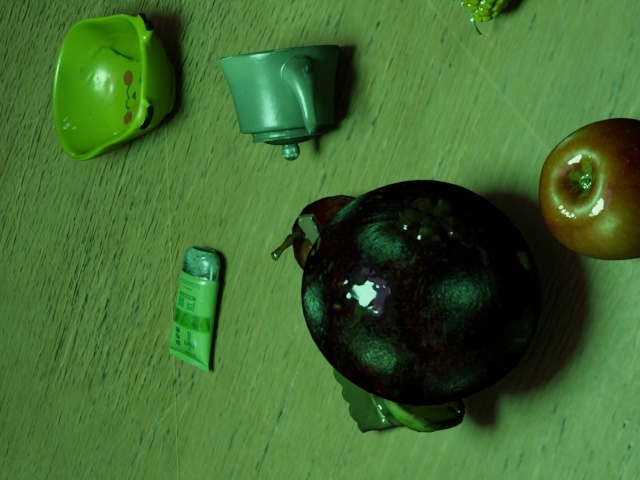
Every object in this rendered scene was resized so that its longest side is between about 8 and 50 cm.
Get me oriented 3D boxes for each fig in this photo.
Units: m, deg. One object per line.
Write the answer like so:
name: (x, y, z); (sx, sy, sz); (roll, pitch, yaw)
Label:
fig: (0.007, 0.001, 1.897); (0.128, 0.150, 0.128); (180, 90, -84)

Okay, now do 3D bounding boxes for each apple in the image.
apple: (0.315, -0.055, 1.568); (0.163, 0.139, 0.163); (-2, 88, 48)

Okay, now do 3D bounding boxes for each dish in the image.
dish: (-0.301, -0.236, 2.237); (0.262, 0.108, 0.221); (-10, 80, 47)

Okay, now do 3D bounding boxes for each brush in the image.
brush: (0.036, 0.103, 1.836); (0.084, 0.071, 0.301); (-12, 105, 40)

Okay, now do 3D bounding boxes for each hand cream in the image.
hand cream: (-0.185, 0.097, 2.140); (0.095, 0.046, 0.175); (19, 103, 42)

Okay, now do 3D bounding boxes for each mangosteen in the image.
mangosteen: (0.115, 0.072, 1.685); (0.288, 0.288, 0.288); (-4, 85, 46)

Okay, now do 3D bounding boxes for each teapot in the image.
teapot: (-0.049, -0.182, 1.961); (0.239, 0.162, 0.149); (-176, 77, -70)

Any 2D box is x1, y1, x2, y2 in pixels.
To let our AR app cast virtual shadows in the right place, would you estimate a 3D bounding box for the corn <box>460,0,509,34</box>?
corn: (0.230, -0.391, 1.705); (0.101, 0.101, 0.310); (47, 121, 37)
